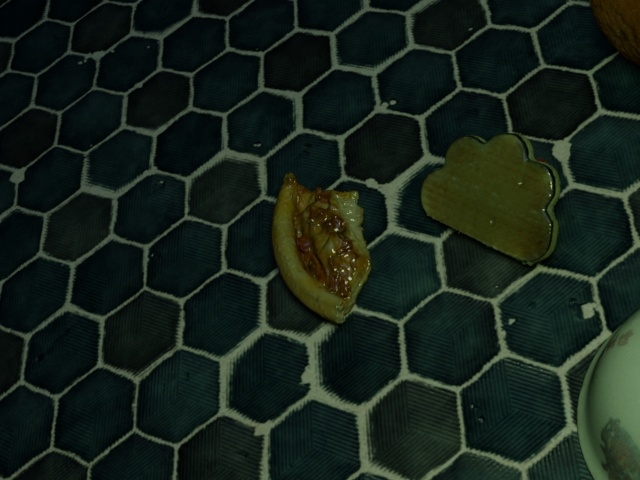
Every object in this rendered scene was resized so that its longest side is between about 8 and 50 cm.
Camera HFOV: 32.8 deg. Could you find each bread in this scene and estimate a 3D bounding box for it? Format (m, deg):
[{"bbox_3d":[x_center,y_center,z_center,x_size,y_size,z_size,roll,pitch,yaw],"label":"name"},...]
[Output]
[{"bbox_3d":[0.310,-0.087,1.886,0.286,0.056,0.207,33,107,35],"label":"bread"}]

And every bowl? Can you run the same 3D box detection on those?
[{"bbox_3d":[0.563,0.203,1.529,0.435,0.196,0.435,-12,51,15],"label":"bowl"}]

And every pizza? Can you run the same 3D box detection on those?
[{"bbox_3d":[0.000,0.000,1.997,0.182,0.074,0.365,-25,50,16],"label":"pizza"}]

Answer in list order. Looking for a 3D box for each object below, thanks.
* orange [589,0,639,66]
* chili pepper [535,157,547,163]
[{"bbox_3d":[0.662,-0.455,1.907,0.357,0.322,0.322,-31,49,-12],"label":"orange"},{"bbox_3d":[0.326,-0.141,1.976,0.088,0.065,0.169,-43,48,-11],"label":"chili pepper"}]
